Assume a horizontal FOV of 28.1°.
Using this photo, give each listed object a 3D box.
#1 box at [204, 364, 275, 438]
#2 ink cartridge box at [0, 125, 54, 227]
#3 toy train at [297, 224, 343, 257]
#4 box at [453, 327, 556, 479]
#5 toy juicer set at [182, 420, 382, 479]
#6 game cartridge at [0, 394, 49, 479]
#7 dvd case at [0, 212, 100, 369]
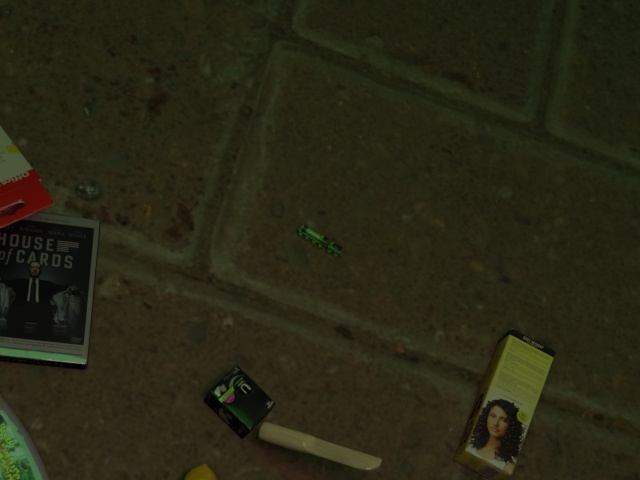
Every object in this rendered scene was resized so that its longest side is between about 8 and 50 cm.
[{"bbox_3d":[-0.120,0.241,1.900,0.083,0.052,0.062,44,61,6],"label":"box"},{"bbox_3d":[-0.505,-0.088,1.896,0.134,0.078,0.231,-27,62,-26],"label":"ink cartridge box"},{"bbox_3d":[0.000,0.000,2.071,0.083,0.024,0.017,31,60,-2],"label":"toy train"},{"bbox_3d":[0.292,0.259,2.018,0.087,0.058,0.232,27,59,-3],"label":"box"},{"bbox_3d":[-0.093,0.381,1.816,0.209,0.089,0.329,34,63,32],"label":"toy juicer set"},{"bbox_3d":[-0.480,0.330,1.745,0.196,0.060,0.294,-23,74,-30],"label":"game cartridge"},{"bbox_3d":[-0.426,0.069,1.901,0.179,0.029,0.239,7,64,-15],"label":"dvd case"}]
